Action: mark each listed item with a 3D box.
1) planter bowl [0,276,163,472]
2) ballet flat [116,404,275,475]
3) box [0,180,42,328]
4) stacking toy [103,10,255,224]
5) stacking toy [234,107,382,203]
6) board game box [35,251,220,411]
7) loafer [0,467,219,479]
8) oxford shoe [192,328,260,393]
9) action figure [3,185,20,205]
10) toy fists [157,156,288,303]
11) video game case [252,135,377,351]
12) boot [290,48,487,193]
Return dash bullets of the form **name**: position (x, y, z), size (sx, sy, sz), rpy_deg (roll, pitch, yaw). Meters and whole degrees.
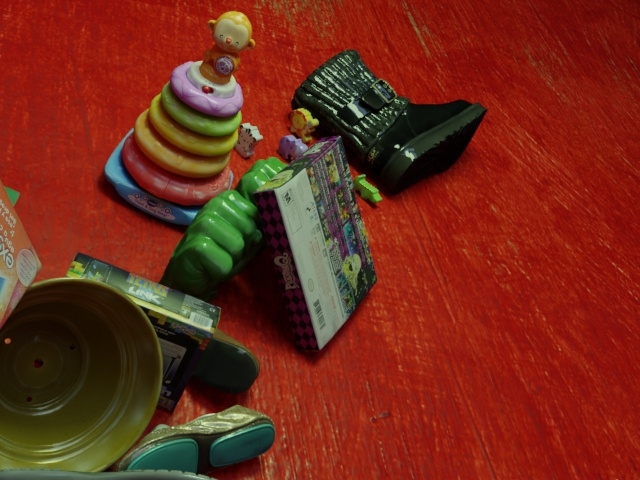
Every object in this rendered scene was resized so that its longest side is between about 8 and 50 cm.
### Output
- **planter bowl**: position (-0.281, 0.137, 1.021), size (0.217, 0.217, 0.090), rpy_deg (2, 7, -34)
- **ballet flat**: position (-0.145, 0.227, 1.084), size (0.206, 0.073, 0.067), rpy_deg (-4, 20, -43)
- **box**: position (-0.439, 0.027, 0.909), size (0.300, 0.142, 0.154), rpy_deg (-6, 33, 15)
- **stacking toy**: position (-0.164, -0.183, 1.360), size (0.175, 0.302, 0.166), rpy_deg (26, 34, -7)
- **stacking toy**: position (-0.017, -0.127, 1.618), size (0.221, 0.052, 0.167), rpy_deg (45, 37, 19)
- **board game box**: position (-0.215, 0.105, 1.103), size (0.170, 0.141, 0.048), rpy_deg (23, 36, -10)
- **loafer**: position (-0.194, 0.266, 0.943), size (0.251, 0.094, 0.087), rpy_deg (2, 71, -3)
- **oxford shoe**: position (-0.169, 0.119, 1.202), size (0.212, 0.076, 0.076), rpy_deg (31, 4, 5)
- **action figure**: position (-0.437, -0.006, 1.150), size (0.137, 0.063, 0.232), rpy_deg (18, 32, -20)
- **toy fists**: position (-0.108, -0.017, 1.334), size (0.096, 0.142, 0.279), rpy_deg (34, 35, 7)
- **video game case**: position (0.000, 0.000, 1.347), size (0.041, 0.232, 0.210), rpy_deg (-4, 23, 29)
- **boot**: position (0.134, -0.241, 1.802), size (0.260, 0.131, 0.348), rpy_deg (42, 37, 16)
